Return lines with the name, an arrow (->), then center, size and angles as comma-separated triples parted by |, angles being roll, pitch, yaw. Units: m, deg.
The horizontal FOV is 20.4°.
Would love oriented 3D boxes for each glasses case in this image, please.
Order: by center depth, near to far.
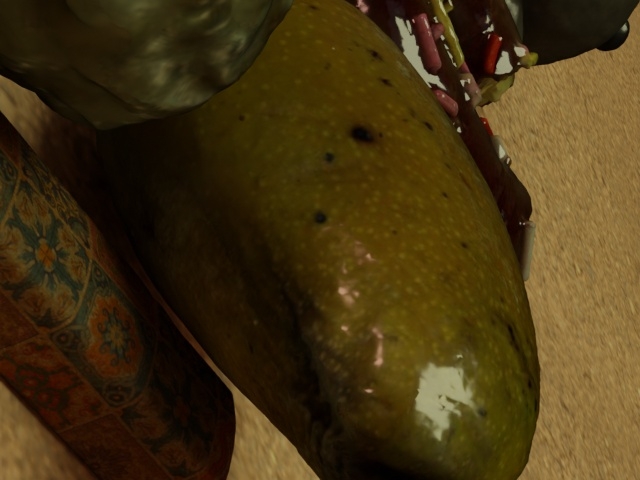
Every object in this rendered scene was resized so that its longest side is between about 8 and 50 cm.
glasses case -> -0.112, 0.020, 0.739 | 0.218, 0.049, 0.075 | 54, 25, -34

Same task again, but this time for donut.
donut -> 0.046, -0.132, 1.186 | 0.259, 0.136, 0.345 | 61, 19, -26

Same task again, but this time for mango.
mango -> 0.006, -0.001, 0.799 | 0.176, 0.175, 0.329 | -2, 34, -36

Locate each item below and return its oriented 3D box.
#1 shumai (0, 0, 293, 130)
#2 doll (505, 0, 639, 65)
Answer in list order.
shumai -> -0.144, -0.198, 0.626 | 0.288, 0.292, 0.330 | -14, 102, -61
doll -> 0.127, -0.306, 1.540 | 0.378, 0.252, 0.382 | 30, 26, -7
